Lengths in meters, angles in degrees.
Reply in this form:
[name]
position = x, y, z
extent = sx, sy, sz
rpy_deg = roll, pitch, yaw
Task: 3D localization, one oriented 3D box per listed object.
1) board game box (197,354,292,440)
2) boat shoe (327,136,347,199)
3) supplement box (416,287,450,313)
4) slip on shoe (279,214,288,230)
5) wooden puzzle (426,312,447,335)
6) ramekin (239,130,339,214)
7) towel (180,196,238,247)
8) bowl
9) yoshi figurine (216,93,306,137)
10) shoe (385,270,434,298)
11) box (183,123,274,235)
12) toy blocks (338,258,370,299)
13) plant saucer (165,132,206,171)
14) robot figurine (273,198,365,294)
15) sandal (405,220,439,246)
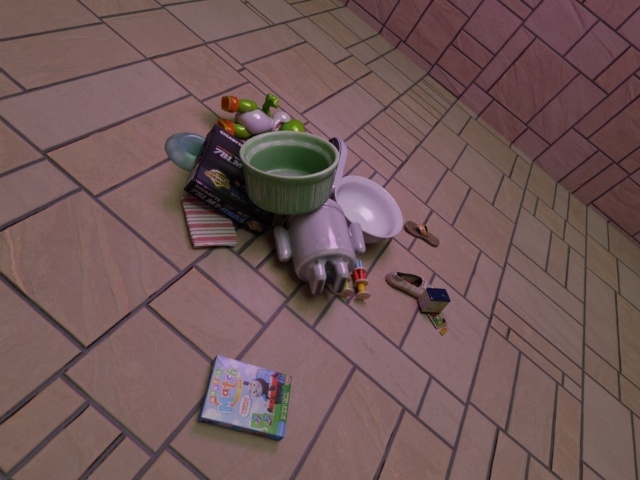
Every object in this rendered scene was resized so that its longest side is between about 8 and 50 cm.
[board game box]
position = -0.182, 0.394, 1.087
extent = 0.212, 0.039, 0.160
rpy_deg = 21, 46, -17
[boat shoe]
position = 0.028, -0.317, 1.759
extent = 0.119, 0.121, 0.335
rpy_deg = 24, 47, -21
[supplement box]
position = 0.413, 0.221, 1.586
extent = 0.083, 0.083, 0.056
rpy_deg = 7, 44, -20
[slip on shoe]
position = -0.116, -0.074, 1.523
extent = 0.041, 0.051, 0.135
rpy_deg = 5, 48, 30
[wooden puzzle]
position = 0.435, 0.289, 1.605
extent = 0.079, 0.014, 0.116
rpy_deg = -19, 66, -42
[ramekin]
position = -0.098, -0.212, 1.363
extent = 0.304, 0.148, 0.303
rpy_deg = 3, 39, -2
[towel]
position = -0.352, -0.060, 1.363
extent = 0.144, 0.029, 0.197
rpy_deg = -1, 53, -35
[bowl]
position = 0.155, -0.094, 1.650
extent = 0.298, 0.134, 0.297
rpy_deg = 19, 46, -20
[yoshi figurine]
position = -0.199, -0.443, 1.679
extent = 0.363, 0.204, 0.202
rpy_deg = 1, 71, -36
[shoe]
position = 0.349, 0.165, 1.617
extent = 0.219, 0.058, 0.076
rpy_deg = 20, 46, -19
[box]
position = -0.275, -0.204, 1.448
extent = 0.296, 0.073, 0.293
rpy_deg = 34, 44, -27
[toy blocks]
position = 0.107, 0.124, 1.494
extent = 0.123, 0.054, 0.148
rpy_deg = 14, 48, -25
[plant saucer]
position = -0.438, -0.319, 1.512
extent = 0.195, 0.037, 0.194
rpy_deg = 18, 47, -20
[robot figurine]
position = 0.000, 0.000, 1.418
extent = 0.300, 0.199, 0.353
rpy_deg = -3, 55, -16
[sandal]
position = 0.443, -0.038, 1.857
extent = 0.180, 0.049, 0.072
rpy_deg = 30, 44, -10
